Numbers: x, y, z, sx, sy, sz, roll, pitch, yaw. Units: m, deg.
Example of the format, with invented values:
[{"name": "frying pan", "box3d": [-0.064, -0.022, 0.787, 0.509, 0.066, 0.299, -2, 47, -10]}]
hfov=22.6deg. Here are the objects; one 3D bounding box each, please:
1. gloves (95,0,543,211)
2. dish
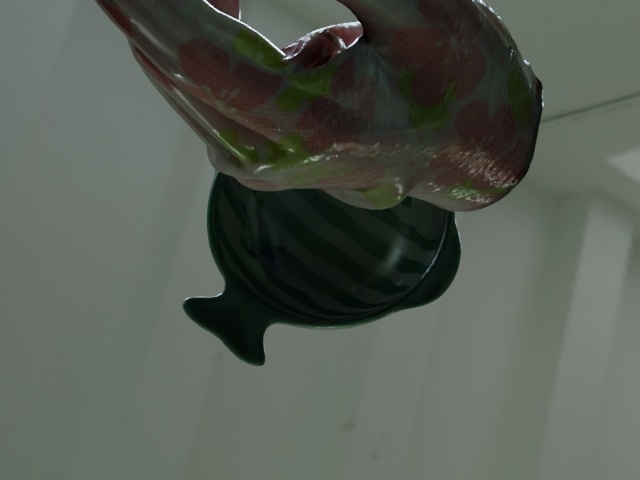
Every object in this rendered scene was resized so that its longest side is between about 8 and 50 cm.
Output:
[{"name": "gloves", "box3d": [-0.017, -0.082, 0.698, 0.241, 0.145, 0.126, 13, -84, -32]}, {"name": "dish", "box3d": [0.000, 0.000, 1.290, 0.224, 0.078, 0.246, 38, -105, 16]}]
